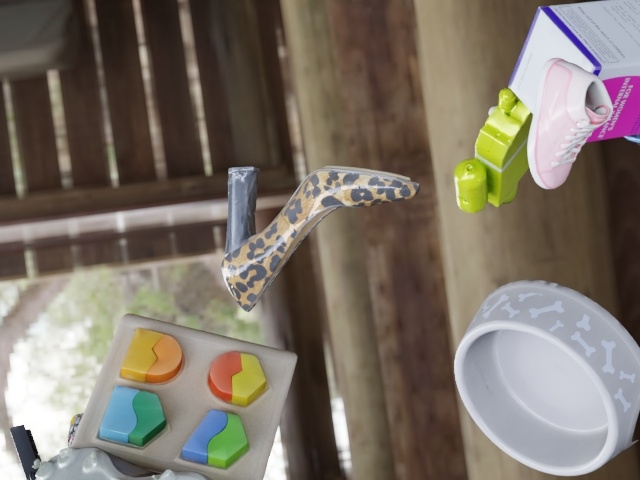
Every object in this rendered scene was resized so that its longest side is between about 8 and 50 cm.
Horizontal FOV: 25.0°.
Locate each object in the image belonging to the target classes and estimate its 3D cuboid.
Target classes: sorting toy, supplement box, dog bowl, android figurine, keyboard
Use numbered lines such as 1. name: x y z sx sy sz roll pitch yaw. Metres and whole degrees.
1. sorting toy: -0.135 0.162 1.472 0.193 0.208 0.038 13 134 3
2. supplement box: 0.338 -0.191 1.584 0.220 0.114 0.111 -11 139 -28
3. dog bowl: 0.375 0.239 2.395 0.349 0.348 0.102 -10 -158 48
4. android figurine: 0.258 -0.148 1.860 0.056 0.248 0.273 35 168 18
5. keyboard: -0.290 0.283 1.539 0.023 0.180 0.108 -21 163 -8

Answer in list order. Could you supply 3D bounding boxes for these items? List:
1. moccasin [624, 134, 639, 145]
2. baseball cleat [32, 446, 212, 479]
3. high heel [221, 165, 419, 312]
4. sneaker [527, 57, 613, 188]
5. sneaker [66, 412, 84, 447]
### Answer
1. moccasin: 0.500 -0.125 1.824 0.342 0.137 0.117 29 -157 -23
2. baseball cleat: -0.141 0.220 1.153 0.206 0.072 0.109 4 147 44
3. high heel: 0.000 0.000 1.825 0.261 0.186 0.093 0 178 21
4. sneaker: 0.245 -0.107 1.412 0.051 0.134 0.070 -17 -151 -37
5. sneaker: -0.345 0.310 2.129 0.093 0.088 0.225 30 -149 9
